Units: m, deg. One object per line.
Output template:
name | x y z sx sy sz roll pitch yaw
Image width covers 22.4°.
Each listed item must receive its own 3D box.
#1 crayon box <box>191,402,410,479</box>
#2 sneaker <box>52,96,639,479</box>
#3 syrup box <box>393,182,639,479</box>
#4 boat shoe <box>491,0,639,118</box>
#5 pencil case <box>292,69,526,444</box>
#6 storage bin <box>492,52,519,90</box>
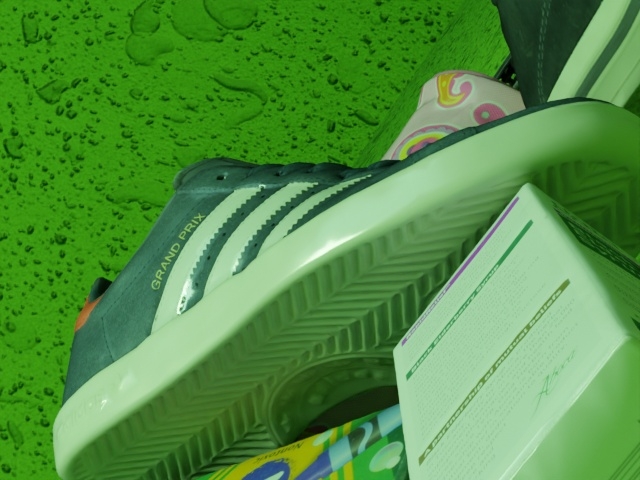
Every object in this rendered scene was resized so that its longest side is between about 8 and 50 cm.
crayon box | -0.050 0.215 0.650 0.203 0.083 0.323 -26 23 38
sneaker | 0.000 0.000 0.783 0.350 0.131 0.148 -29 45 28
syrup box | 0.092 0.060 0.557 0.096 0.093 0.237 -53 7 11
boat shoe | 0.174 -0.201 0.685 0.187 0.156 0.500 -26 -16 -19
pencil case | 0.048 0.045 0.913 0.284 0.124 0.124 -61 6 -13
storage bin | 0.136 -0.056 1.069 0.180 0.084 0.122 -55 4 -12
